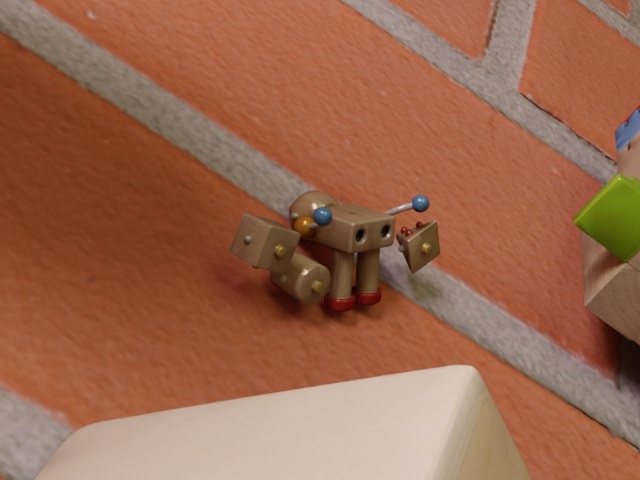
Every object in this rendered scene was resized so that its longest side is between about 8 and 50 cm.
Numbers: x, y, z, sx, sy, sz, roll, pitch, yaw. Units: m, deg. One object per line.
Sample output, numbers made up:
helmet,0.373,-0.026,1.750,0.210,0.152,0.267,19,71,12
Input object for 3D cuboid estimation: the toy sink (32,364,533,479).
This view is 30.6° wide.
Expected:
toy sink,-0.029,0.166,0.518,0.131,0.234,0.153,63,33,-23

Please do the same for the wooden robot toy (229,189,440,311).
wooden robot toy,0.000,0.000,0.783,0.173,0.076,0.079,-8,25,-43

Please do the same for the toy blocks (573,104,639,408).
toy blocks,0.356,0.036,0.960,0.381,0.190,0.261,35,29,-8
